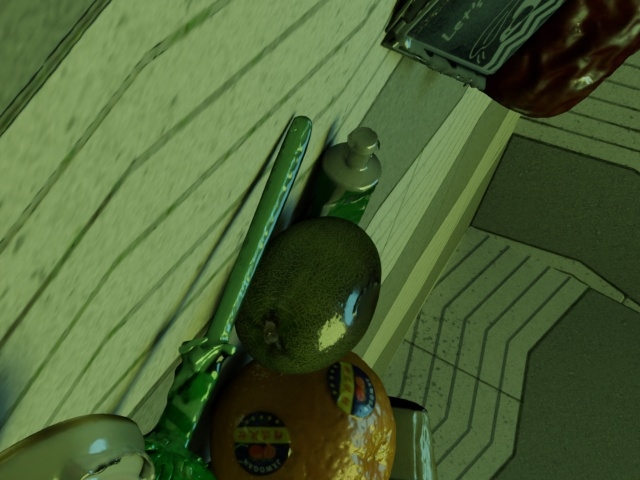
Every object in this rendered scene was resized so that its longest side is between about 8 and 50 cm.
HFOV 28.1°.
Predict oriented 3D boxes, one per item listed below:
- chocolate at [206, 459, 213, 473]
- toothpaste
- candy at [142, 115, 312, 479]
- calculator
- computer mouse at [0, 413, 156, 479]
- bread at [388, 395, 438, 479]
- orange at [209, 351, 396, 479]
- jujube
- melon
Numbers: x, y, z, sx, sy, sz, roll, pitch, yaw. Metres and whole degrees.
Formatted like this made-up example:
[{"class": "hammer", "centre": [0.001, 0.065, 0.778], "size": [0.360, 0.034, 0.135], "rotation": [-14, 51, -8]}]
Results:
[{"class": "chocolate", "centre": [-0.093, 0.309, 1.093], "size": [0.100, 0.185, 0.303], "rotation": [-36, -178, 28]}, {"class": "toothpaste", "centre": [0.000, 0.000, 1.048], "size": [0.078, 0.047, 0.248], "rotation": [-48, 167, -42]}, {"class": "candy", "centre": [-0.068, 0.064, 0.778], "size": [0.097, 0.097, 0.323], "rotation": [93, 18, -71]}, {"class": "calculator", "centre": [0.149, -0.205, 1.073], "size": [0.165, 0.028, 0.274], "rotation": [-47, 162, 15]}, {"class": "computer mouse", "centre": [-0.160, 0.167, 0.519], "size": [0.245, 0.056, 0.126], "rotation": [-56, 166, -1]}, {"class": "bread", "centre": [0.017, 0.266, 1.373], "size": [0.142, 0.224, 0.211], "rotation": [167, -69, -81]}, {"class": "orange", "centre": [-0.016, 0.173, 1.090], "size": [0.177, 0.155, 0.177], "rotation": [-5, 90, -66]}, {"class": "jujube", "centre": [0.267, -0.278, 1.288], "size": [0.318, 0.223, 0.223], "rotation": [-58, 175, 30]}, {"class": "melon", "centre": [-0.005, 0.037, 0.935], "size": [0.162, 0.099, 0.099], "rotation": [-48, 164, -59]}]
